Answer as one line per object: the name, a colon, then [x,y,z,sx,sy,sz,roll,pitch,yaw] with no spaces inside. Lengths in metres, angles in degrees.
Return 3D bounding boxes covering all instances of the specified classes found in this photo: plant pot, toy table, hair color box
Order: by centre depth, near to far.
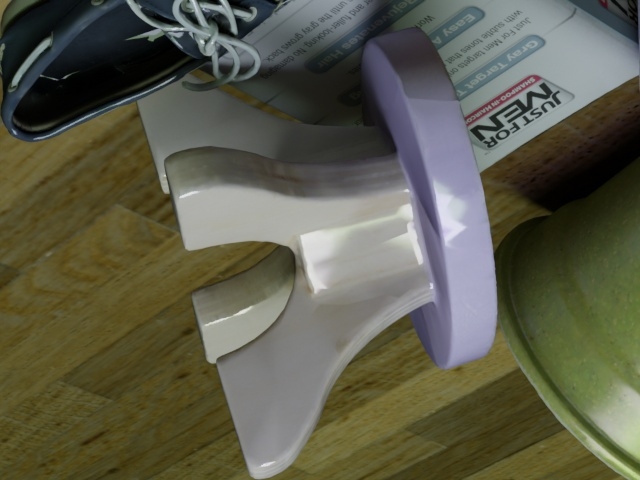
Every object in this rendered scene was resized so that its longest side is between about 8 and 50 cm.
toy table: [0.000,0.000,1.017,0.161,0.252,0.274,-16,145,-6]
hair color box: [0.006,-0.176,1.048,0.374,0.114,0.185,25,138,-35]
plant pot: [0.305,0.011,1.254,0.276,0.276,0.254,18,129,-28]

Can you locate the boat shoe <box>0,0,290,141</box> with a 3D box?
boat shoe: [-0.076,-0.127,0.943,0.254,0.079,0.095,-20,143,26]

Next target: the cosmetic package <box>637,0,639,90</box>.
cosmetic package: [0.439,-0.149,1.049,0.453,0.161,0.230,11,156,-20]
